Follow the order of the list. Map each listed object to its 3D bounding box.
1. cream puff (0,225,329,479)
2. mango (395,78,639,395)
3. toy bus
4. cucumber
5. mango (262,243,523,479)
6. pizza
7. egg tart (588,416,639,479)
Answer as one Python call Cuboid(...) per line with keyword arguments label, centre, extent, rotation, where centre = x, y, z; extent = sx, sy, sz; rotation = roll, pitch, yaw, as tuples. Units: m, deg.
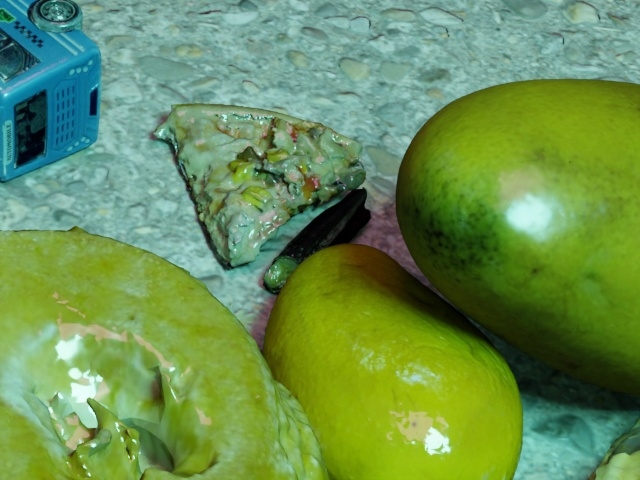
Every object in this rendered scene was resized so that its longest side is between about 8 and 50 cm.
Cuboid(label="cream puff", centre=(-0.170, 0.156, 1.017), extent=(0.343, 0.231, 0.327), rotation=(-11, 50, -36))
Cuboid(label="mango", centre=(0.204, -0.007, 1.272), extent=(0.378, 0.221, 0.264), rotation=(9, 26, -44))
Cuboid(label="toy bus", centre=(-0.296, -0.164, 1.453), extent=(0.246, 0.113, 0.134), rotation=(39, 52, 25))
Cuboid(label="cucumber", centre=(-0.002, 0.000, 1.404), extent=(0.034, 0.033, 0.135), rotation=(-3, 26, 35))
Cuboid(label="mango", centre=(0.047, 0.099, 1.234), extent=(0.176, 0.119, 0.317), rotation=(-2, 35, -16))
Cuboid(label="pizza", centre=(-0.056, -0.051, 1.435), extent=(0.185, 0.052, 0.195), rotation=(10, 40, 1))
Cuboid(label="egg tart", centre=(0.336, 0.213, 1.160), extent=(0.352, 0.150, 0.352), rotation=(10, 41, -9))
